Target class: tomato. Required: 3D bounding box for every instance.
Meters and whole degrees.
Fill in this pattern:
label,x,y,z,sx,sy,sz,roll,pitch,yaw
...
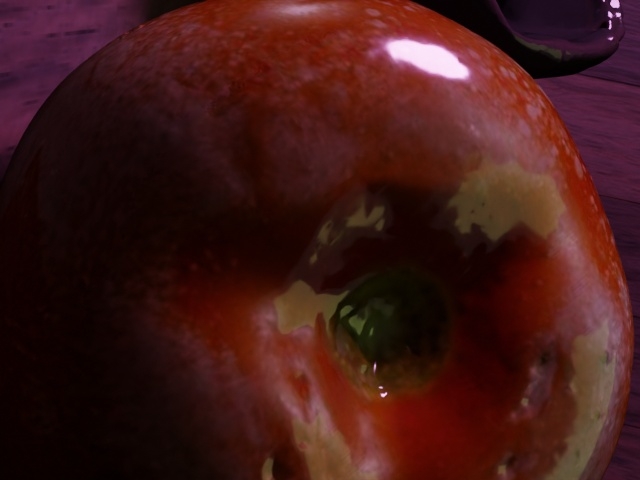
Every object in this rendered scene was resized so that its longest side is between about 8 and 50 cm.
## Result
label,x,y,z,sx,sy,sz,roll,pitch,yaw
tomato,-0.016,0.036,0.556,0.223,0.270,0.270,-3,-108,66

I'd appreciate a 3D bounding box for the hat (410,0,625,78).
label,x,y,z,sx,sy,sz,roll,pitch,yaw
hat,0.015,-0.206,0.824,0.336,0.209,0.238,40,39,-38
